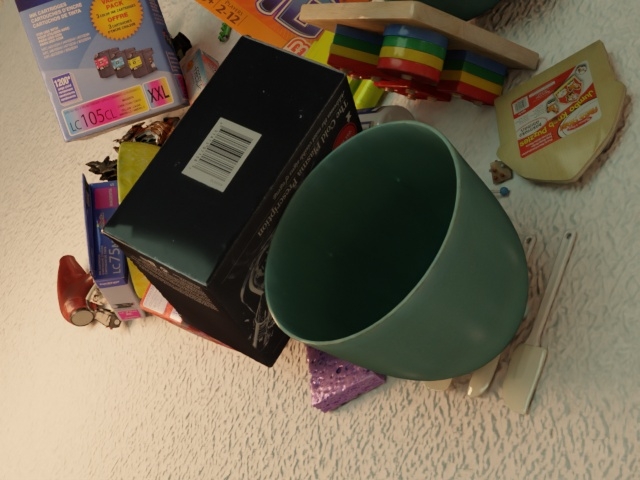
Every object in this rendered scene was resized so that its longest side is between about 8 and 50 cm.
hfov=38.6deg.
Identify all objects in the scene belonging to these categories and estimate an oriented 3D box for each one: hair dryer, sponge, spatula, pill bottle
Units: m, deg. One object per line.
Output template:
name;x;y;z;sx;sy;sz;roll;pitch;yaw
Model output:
hair dryer;-0.460;0.079;1.920;0.293;0.080;0.224;6;62;39
sponge;0.029;0.138;1.349;0.117;0.031;0.210;-33;43;28
spatula;0.229;0.090;1.167;0.168;0.019;0.242;6;70;51
pill bottle;0.066;-0.163;1.457;0.169;0.094;0.094;3;68;49

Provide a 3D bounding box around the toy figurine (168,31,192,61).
toy figurine;-0.430;-0.477;2.129;0.148;0.213;0.209;-47;37;-7

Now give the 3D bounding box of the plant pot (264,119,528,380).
plant pot;0.117;0.037;1.124;0.293;0.235;0.293;-28;45;32

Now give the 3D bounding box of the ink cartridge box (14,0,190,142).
ink cartridge box;-0.467;-0.435;1.934;0.270;0.395;0.151;-18;6;2

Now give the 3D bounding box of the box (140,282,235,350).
box;-0.159;0.018;1.548;0.154;0.142;0.300;11;74;51

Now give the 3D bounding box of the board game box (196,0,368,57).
board game box;-0.083;-0.619;1.715;0.356;0.356;0.356;-40;41;24

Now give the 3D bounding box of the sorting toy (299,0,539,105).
sorting toy;0.133;-0.266;1.336;0.257;0.255;0.089;18;95;52

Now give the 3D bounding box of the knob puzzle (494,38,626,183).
knob puzzle;0.322;-0.151;1.216;0.213;0.030;0.213;-27;47;34

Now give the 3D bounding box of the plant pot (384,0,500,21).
plant pot;0.185;-0.443;1.403;0.195;0.290;0.290;107;163;-51

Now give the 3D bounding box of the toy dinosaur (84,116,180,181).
toy dinosaur;-0.357;-0.185;1.916;0.218;0.164;0.322;-52;13;-18

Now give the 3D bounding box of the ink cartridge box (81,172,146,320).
ink cartridge box;-0.371;0.017;1.665;0.065;0.311;0.186;-7;70;-2

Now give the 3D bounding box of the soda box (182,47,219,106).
soda box;-0.244;-0.328;1.947;0.063;0.058;0.183;-41;42;22

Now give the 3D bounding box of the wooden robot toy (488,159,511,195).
wooden robot toy;0.183;-0.065;1.274;0.173;0.079;0.076;-43;40;19

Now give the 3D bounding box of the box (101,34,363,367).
box;-0.089;-0.047;1.298;0.179;0.312;0.343;25;72;22

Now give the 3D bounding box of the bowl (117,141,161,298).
bowl;-0.270;-0.046;1.678;0.156;0.289;0.289;-7;49;-4

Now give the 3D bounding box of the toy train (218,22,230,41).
toy train;-0.208;-0.478;2.042;0.023;0.017;0.083;-5;62;35

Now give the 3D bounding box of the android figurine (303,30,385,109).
android figurine;0.026;-0.284;1.616;0.248;0.056;0.273;31;90;52
